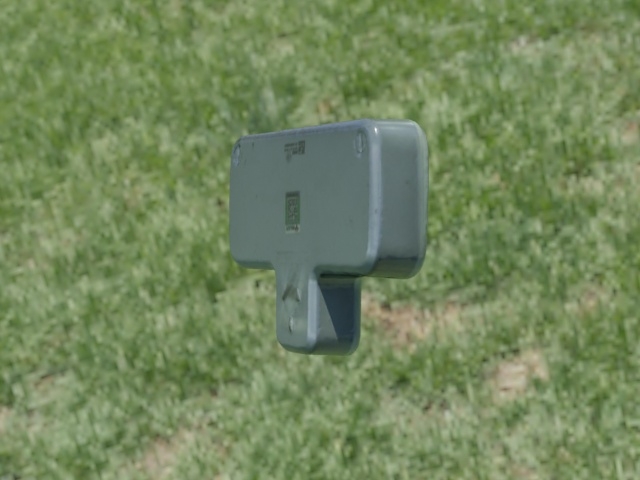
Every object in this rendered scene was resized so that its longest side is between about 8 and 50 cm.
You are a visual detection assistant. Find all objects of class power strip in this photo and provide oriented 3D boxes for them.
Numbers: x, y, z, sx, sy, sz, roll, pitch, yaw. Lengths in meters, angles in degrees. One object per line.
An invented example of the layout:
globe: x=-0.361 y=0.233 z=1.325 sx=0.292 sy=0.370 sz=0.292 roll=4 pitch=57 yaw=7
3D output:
power strip: x=0.000 y=0.000 z=1.222 sx=0.059 sy=0.194 sz=0.265 roll=1 pitch=0 yaw=-29
